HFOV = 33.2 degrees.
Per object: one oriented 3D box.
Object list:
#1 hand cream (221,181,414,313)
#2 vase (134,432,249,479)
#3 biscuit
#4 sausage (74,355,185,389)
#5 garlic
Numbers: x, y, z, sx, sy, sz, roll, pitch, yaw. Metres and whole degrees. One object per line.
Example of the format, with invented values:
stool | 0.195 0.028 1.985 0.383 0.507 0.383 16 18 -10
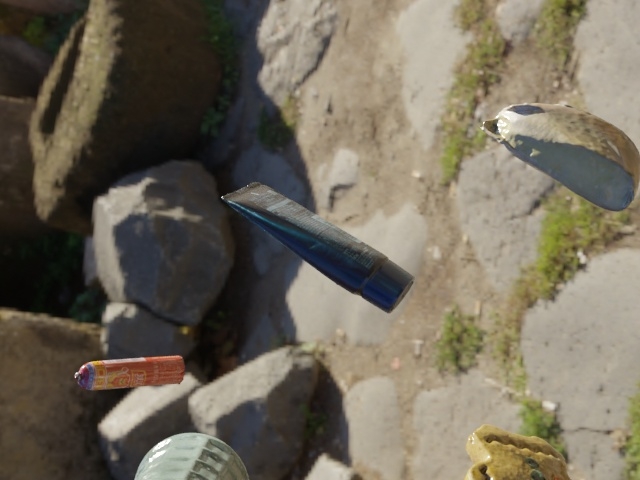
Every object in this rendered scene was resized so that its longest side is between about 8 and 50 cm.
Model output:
hand cream | 0.000 0.000 1.449 0.270 0.120 0.061 34 114 10
vase | -0.131 0.245 0.877 0.299 0.143 0.143 -51 -29 -85
biscuit | 0.232 0.286 1.135 0.036 0.166 0.225 -60 21 30
sausage | -0.219 0.151 1.222 0.034 0.129 0.034 0 89 56
garlic | 0.289 -0.104 1.232 0.196 0.101 0.087 36 118 22
